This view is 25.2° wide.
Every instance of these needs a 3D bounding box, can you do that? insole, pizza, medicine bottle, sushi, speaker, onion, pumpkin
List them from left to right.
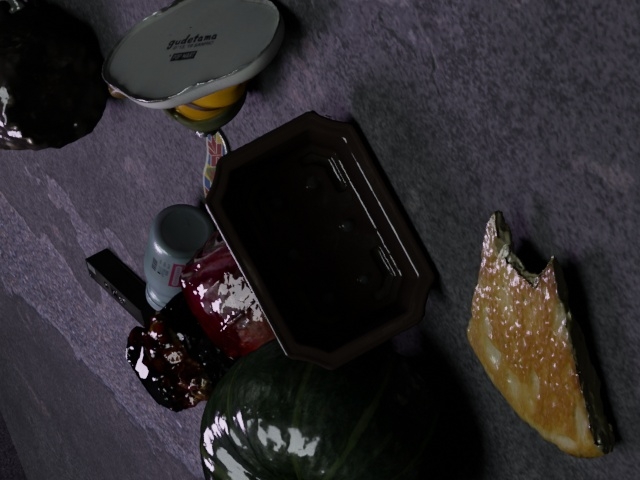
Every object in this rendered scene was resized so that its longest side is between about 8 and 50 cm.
[{"bbox_3d":[-0.324,0.078,2.373,0.191,0.046,0.040,37,145,43],"label":"speaker"},{"bbox_3d":[-0.205,0.032,2.028,0.090,0.090,0.217,55,156,15],"label":"medicine bottle"},{"bbox_3d":[-0.181,0.152,1.971,0.153,0.150,0.172,55,177,15],"label":"sushi"},{"bbox_3d":[-0.134,-0.080,1.869,0.065,0.006,0.193,48,153,28],"label":"insole"},{"bbox_3d":[-0.063,0.104,1.760,0.280,0.146,0.314,62,153,-3],"label":"onion"},{"bbox_3d":[0.008,0.232,1.623,0.300,0.207,0.300,11,133,12],"label":"pumpkin"},{"bbox_3d":[0.197,0.083,1.346,0.181,0.034,0.262,29,141,50],"label":"pizza"}]

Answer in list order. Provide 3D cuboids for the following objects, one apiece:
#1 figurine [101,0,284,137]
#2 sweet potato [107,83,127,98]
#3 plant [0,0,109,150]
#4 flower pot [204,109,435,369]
[{"bbox_3d":[-0.110,-0.174,1.590,0.250,0.166,0.141,11,150,45],"label":"figurine"},{"bbox_3d":[-0.261,-0.216,1.937,0.041,0.038,0.153,41,156,-9],"label":"sweet potato"},{"bbox_3d":[-0.444,-0.237,2.091,0.276,0.188,0.199,28,139,51],"label":"plant"},{"bbox_3d":[0.000,0.000,1.521,0.251,0.179,0.084,62,-179,0],"label":"flower pot"}]
